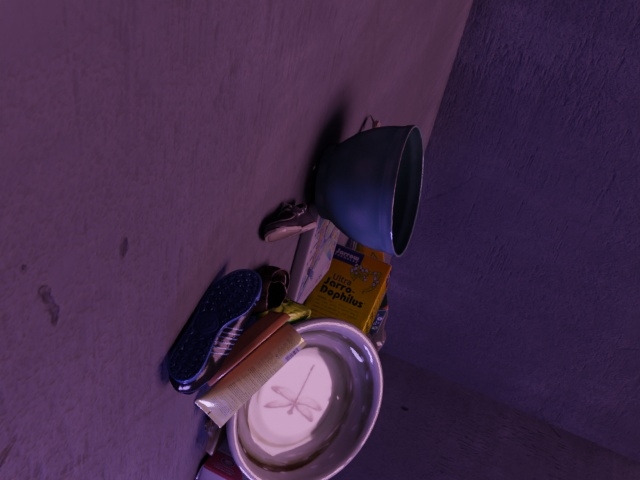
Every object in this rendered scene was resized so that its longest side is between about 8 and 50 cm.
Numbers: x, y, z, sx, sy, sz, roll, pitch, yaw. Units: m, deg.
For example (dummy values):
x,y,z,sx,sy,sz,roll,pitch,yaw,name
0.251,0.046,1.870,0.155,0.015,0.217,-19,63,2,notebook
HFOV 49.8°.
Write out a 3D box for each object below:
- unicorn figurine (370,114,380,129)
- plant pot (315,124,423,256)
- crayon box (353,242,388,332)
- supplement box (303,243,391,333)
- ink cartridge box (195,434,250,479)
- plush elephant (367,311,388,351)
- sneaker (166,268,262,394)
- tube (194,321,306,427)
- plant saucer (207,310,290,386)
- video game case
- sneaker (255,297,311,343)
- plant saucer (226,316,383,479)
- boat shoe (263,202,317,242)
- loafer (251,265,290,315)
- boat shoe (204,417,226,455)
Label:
x,y,z,sx,sy,sz,roll,pitch,yaw,name
0.124,-0.253,1.816,0.162,0.060,0.111,-41,141,-55,unicorn figurine
0.105,-0.123,1.552,0.293,0.196,0.293,9,90,-72,plant pot
0.163,0.131,2.344,0.202,0.081,0.318,102,-13,-60,crayon box
0.057,0.223,2.073,0.194,0.195,0.356,85,29,-67,supplement box
-0.154,0.553,1.677,0.283,0.207,0.117,-43,154,-67,ink cartridge box
0.091,0.391,2.498,0.272,0.255,0.330,-3,81,-36,plush elephant
-0.177,0.152,1.155,0.232,0.081,0.090,-54,166,-29,sneaker
-0.135,0.263,1.372,0.240,0.070,0.062,-43,173,-11,tube
-0.143,0.198,1.311,0.200,0.037,0.200,-40,177,-2,plant saucer
0.000,0.000,1.787,0.300,0.036,0.329,-49,158,-59,video game case
-0.085,0.193,1.567,0.295,0.109,0.123,47,65,-77,sneaker
-0.043,0.355,1.545,0.400,0.100,0.400,-9,107,-32,plant saucer
-0.069,-0.040,1.384,0.065,0.075,0.206,69,20,2,boat shoe
-0.100,0.106,1.364,0.220,0.078,0.080,-37,129,-68,loafer
-0.221,0.385,1.458,0.050,0.045,0.135,3,105,-79,boat shoe
